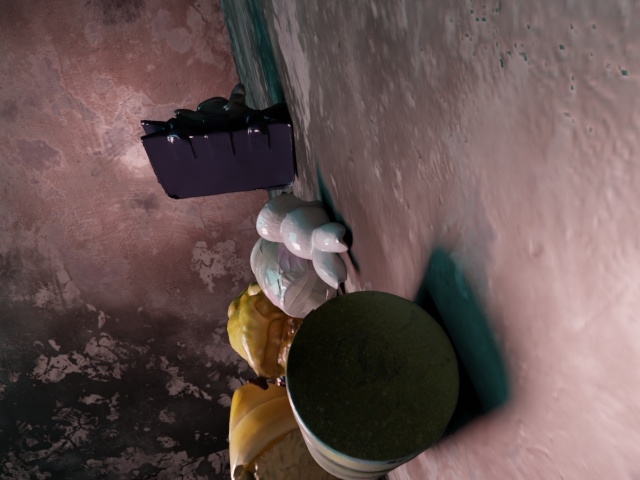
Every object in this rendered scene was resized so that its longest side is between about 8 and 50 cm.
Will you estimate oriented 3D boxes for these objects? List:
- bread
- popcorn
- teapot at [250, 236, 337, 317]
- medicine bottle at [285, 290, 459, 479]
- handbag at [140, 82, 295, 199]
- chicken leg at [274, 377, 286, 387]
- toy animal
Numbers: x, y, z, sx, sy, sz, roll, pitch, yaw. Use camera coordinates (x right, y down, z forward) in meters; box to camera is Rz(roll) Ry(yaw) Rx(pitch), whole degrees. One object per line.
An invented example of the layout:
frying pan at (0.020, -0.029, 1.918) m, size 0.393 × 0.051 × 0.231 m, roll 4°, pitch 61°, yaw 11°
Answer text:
bread at (-0.087, 0.558, 1.120) m, size 0.246 × 0.329 × 0.423 m, roll 1°, pitch 120°, yaw 41°
popcorn at (-0.074, 0.213, 1.129) m, size 0.298 × 0.280 × 0.316 m, roll 33°, pitch 169°, yaw -13°
teapot at (-0.043, 0.092, 0.968) m, size 0.178 × 0.164 × 0.221 m, roll -122°, pitch 16°, yaw -50°
medicine bottle at (0.047, 0.189, 0.536) m, size 0.322 × 0.152 × 0.151 m, roll 88°, pitch 165°, yaw -60°
handbag at (-0.228, -0.221, 1.078) m, size 0.269 × 0.326 × 0.118 m, roll 94°, pitch 166°, yaw -61°
chicken leg at (0.019, 0.454, 1.348) m, size 0.096 × 0.158 × 0.407 m, roll -6°, pitch 128°, yaw 49°
toy animal at (-0.001, -0.003, 0.820) m, size 0.221 × 0.131 × 0.103 m, roll 33°, pitch 110°, yaw 40°
